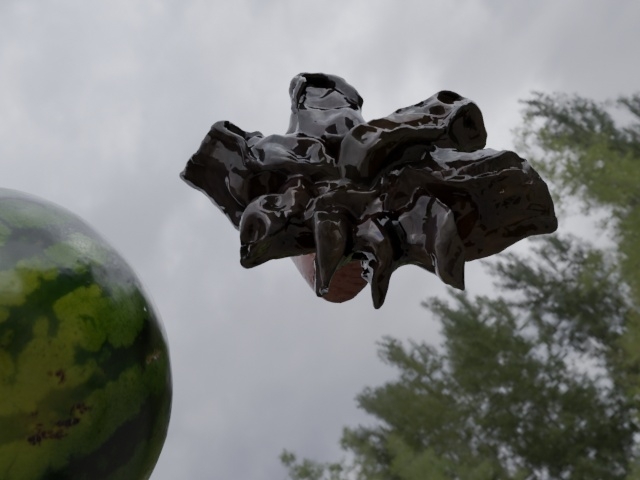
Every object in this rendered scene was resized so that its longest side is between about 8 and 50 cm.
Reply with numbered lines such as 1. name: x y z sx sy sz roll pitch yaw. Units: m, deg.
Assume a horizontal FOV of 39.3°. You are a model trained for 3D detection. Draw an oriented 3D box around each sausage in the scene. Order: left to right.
1. sausage: 0.000 0.000 0.785 0.062 0.154 0.062 -7 -66 -15

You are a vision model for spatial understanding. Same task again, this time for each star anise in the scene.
1. star anise: 0.035 -0.050 0.605 0.220 0.214 0.099 -21 -39 -21

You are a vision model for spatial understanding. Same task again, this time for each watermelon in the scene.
1. watermelon: -0.246 0.105 0.626 0.285 0.285 0.285 -26 -39 -23
